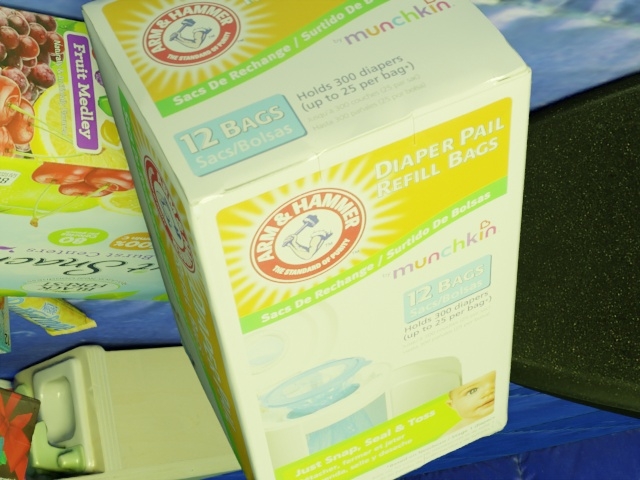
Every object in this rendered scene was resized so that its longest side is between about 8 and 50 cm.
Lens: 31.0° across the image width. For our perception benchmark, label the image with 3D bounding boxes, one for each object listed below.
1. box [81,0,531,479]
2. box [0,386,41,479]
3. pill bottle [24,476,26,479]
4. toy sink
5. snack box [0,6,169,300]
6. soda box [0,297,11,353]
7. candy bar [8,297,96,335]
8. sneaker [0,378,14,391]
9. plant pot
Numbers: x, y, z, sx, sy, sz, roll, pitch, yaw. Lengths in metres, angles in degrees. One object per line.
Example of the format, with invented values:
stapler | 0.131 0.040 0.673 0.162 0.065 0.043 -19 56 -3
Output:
box | 0.000 0.000 0.427 0.114 0.103 0.203 -22 141 -13
box | -0.286 0.163 0.681 0.057 0.200 0.293 5 165 21
pill bottle | -0.444 0.257 1.218 0.283 0.160 0.160 6 160 -41
toy sink | -0.201 0.171 1.083 0.234 0.131 0.153 -1 164 -41
snack box | -0.091 -0.026 0.536 0.207 0.070 0.174 6 159 -37
soda box | -0.232 0.025 0.663 0.058 0.063 0.183 -8 165 1
candy bar | -0.209 0.050 0.850 0.040 0.018 0.161 -9 165 5
sneaker | -0.372 0.174 1.131 0.158 0.064 0.061 -4 164 -15
plant pot | 0.178 0.014 0.628 0.167 0.187 0.188 -3 168 23
